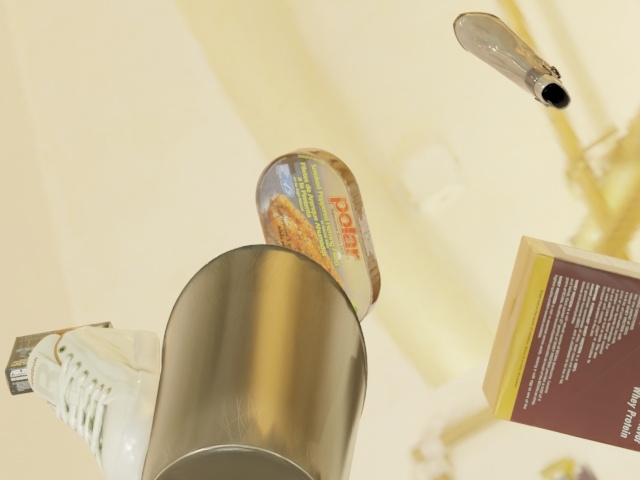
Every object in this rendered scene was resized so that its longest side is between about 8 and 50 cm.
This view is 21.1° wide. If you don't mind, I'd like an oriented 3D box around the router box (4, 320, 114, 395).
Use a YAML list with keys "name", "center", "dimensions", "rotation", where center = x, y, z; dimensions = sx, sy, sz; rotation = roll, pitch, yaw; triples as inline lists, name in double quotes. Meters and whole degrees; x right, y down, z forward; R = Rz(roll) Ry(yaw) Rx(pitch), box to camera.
- name: "router box"
  center: [-0.307, 0.140, 2.045]
  dimensions: [0.092, 0.122, 0.038]
  rotation: [-92, -8, -69]

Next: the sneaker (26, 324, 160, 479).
- name: "sneaker"
  center: [-0.205, 0.148, 1.540]
  dimensions: [0.123, 0.106, 0.290]
  rotation: [11, -170, -11]

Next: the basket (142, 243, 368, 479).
- name: "basket"
  center: [-0.047, 0.138, 1.176]
  dimensions: [0.227, 0.154, 0.204]
  rotation: [-83, -6, -68]

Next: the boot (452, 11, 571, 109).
- name: "boot"
  center: [0.179, -0.161, 1.562]
  dimensions: [0.118, 0.042, 0.087]
  rotation: [18, -155, -47]

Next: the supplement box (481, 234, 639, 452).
- name: "supplement box"
  center: [0.303, 0.116, 1.930]
  dimensions: [0.194, 0.191, 0.129]
  rotation: [13, -171, -3]

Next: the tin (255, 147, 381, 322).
- name: "tin"
  center: [0.000, 0.000, 1.709]
  dimensions: [0.040, 0.106, 0.190]
  rotation: [-32, -67, -55]
